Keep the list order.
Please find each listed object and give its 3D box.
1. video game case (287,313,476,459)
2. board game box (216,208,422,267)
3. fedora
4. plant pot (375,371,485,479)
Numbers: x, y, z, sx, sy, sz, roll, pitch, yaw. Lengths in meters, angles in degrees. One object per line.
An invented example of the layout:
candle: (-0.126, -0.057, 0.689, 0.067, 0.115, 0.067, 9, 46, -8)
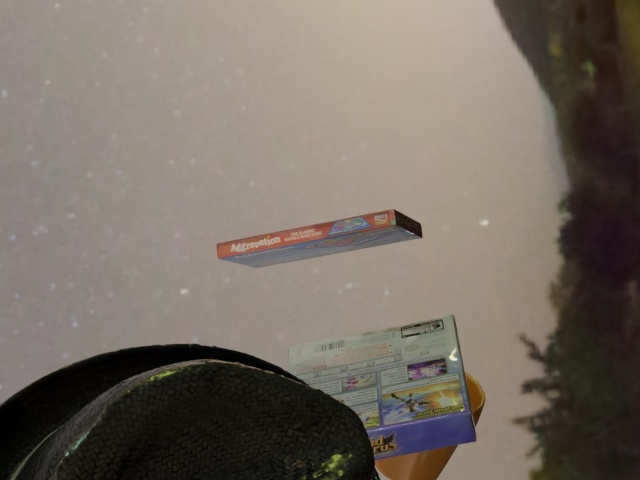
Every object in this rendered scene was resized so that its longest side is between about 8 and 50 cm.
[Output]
video game case: (0.084, 0.225, 1.695, 0.244, 0.270, 0.061, -89, -15, -60)
board game box: (0.000, 0.000, 1.722, 0.145, 0.281, 0.027, 18, -117, -69)
fedora: (-0.081, 0.179, 0.774, 0.152, 0.334, 0.334, 123, 151, -51)
plant pot: (0.180, 0.342, 2.106, 0.205, 0.205, 0.187, -70, -6, -67)
